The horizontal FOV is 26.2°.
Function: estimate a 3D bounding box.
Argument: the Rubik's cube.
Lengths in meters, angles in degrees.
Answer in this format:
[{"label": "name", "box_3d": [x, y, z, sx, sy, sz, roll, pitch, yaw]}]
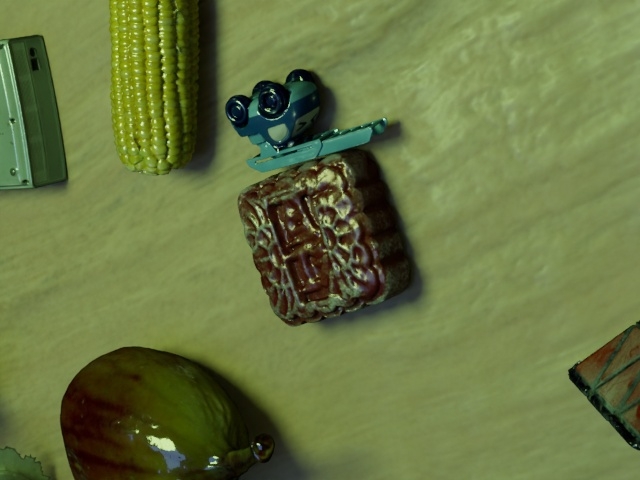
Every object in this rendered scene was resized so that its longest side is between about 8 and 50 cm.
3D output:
[{"label": "Rubik's cube", "box_3d": [0.291, 0.143, 0.987, 0.178, 0.190, 0.211, 42, 129, -3]}]

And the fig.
[{"label": "fig", "box_3d": [-0.125, 0.183, 1.260, 0.274, 0.145, 0.170, -1, 103, 50]}]

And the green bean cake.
[{"label": "green bean cake", "box_3d": [0.000, 0.000, 1.188, 0.136, 0.056, 0.135, -18, 94, 36]}]

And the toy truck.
[{"label": "toy truck", "box_3d": [-0.014, -0.107, 1.163, 0.136, 0.063, 0.074, -13, 104, 39]}]

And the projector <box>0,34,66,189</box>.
[{"label": "projector", "box_3d": [-0.323, -0.125, 1.372, 0.115, 0.061, 0.147, -1, 102, 36]}]

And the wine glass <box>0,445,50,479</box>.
[{"label": "wine glass", "box_3d": [-0.246, 0.362, 1.328, 0.323, 0.238, 0.238, 19, 113, 38]}]

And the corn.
[{"label": "corn", "box_3d": [-0.148, -0.181, 1.222, 0.081, 0.081, 0.248, 11, 108, 32]}]
